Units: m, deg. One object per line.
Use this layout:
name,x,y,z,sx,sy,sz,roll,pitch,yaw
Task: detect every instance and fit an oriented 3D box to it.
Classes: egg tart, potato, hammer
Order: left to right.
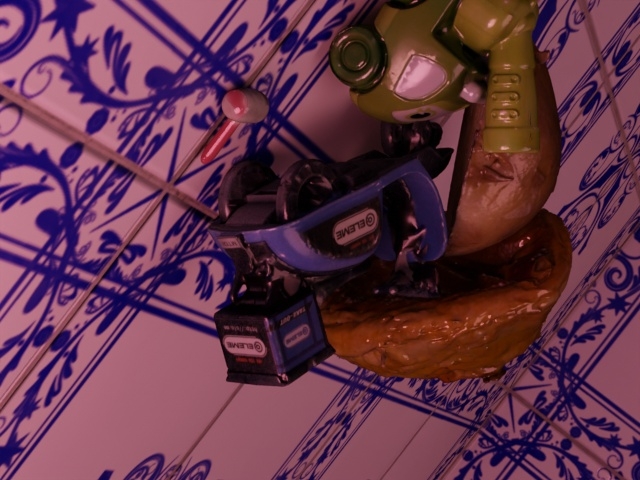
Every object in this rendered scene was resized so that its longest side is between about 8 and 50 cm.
hammer,-0.082,-0.101,1.271,0.083,0.031,0.052,-52,158,19
egg tart,0.143,0.080,1.669,0.351,0.153,0.339,-13,-163,31
potato,0.213,-0.118,1.576,0.239,0.116,0.299,92,8,-60

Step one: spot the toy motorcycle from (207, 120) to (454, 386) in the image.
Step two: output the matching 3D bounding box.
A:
toy motorcycle,0.028,-0.005,1.420,0.358,0.125,0.213,-29,112,-44

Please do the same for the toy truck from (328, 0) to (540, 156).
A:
toy truck,0.133,-0.190,1.359,0.148,0.210,0.187,-2,109,-65
